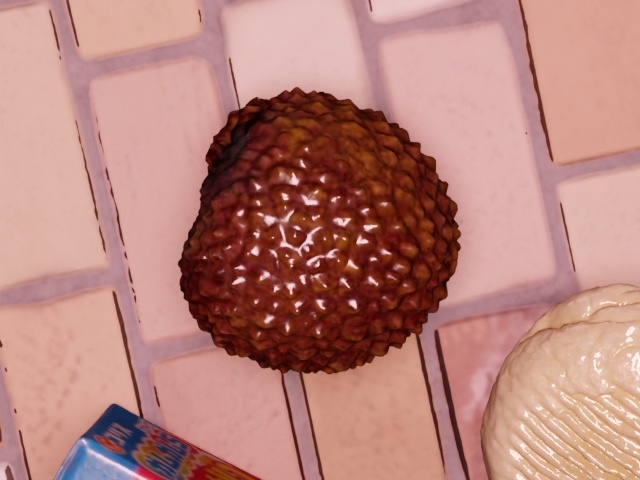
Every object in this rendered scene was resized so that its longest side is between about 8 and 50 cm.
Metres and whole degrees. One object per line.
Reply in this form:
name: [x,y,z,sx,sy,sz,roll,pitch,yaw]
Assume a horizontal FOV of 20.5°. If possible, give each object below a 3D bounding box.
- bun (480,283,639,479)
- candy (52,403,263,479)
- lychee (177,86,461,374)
bun: [0.214,0.124,1.156,0.220,0.134,0.220,10,115,22]
candy: [-0.034,0.222,1.162,0.306,0.157,0.100,26,95,0]
lychee: [0.000,0.000,1.137,0.188,0.188,0.188,0,95,2]
